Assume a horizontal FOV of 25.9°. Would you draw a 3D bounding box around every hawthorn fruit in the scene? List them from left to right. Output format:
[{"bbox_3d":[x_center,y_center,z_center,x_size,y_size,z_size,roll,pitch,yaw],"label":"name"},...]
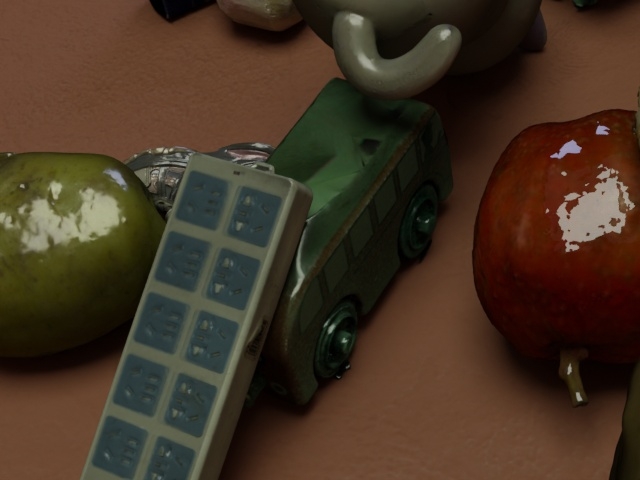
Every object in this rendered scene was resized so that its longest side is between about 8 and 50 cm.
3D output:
[{"bbox_3d":[0.223,0.018,1.147,0.205,0.205,0.253,4,54,15],"label":"hawthorn fruit"}]

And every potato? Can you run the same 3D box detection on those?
[{"bbox_3d":[-0.256,0.010,1.276,0.228,0.148,0.197,-31,82,-2],"label":"potato"}]

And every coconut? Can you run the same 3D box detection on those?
[{"bbox_3d":[-0.067,-0.291,1.547,0.124,0.110,0.110,22,55,22],"label":"coconut"}]

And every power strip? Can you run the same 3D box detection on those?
[{"bbox_3d":[-0.108,0.107,1.112,0.106,0.043,0.367,16,85,27],"label":"power strip"}]

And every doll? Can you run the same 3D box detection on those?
[{"bbox_3d":[0.096,-0.263,1.321,0.215,0.226,0.370,5,13,19],"label":"doll"}]

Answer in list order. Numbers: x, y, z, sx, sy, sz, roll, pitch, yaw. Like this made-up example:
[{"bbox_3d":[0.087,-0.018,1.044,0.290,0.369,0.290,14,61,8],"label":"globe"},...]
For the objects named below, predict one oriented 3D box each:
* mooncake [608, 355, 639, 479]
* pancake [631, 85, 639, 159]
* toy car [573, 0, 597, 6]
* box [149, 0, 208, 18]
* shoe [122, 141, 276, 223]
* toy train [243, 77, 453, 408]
[{"bbox_3d":[0.262,0.201,0.902,0.155,0.284,0.284,4,49,15],"label":"mooncake"},{"bbox_3d":[0.396,-0.043,1.131,0.356,0.065,0.356,27,38,-24],"label":"pancake"},{"bbox_3d":[0.243,-0.303,1.519,0.143,0.073,0.054,12,34,22],"label":"toy car"},{"bbox_3d":[-0.092,-0.375,1.587,0.259,0.168,0.071,-25,50,-13],"label":"box"},{"bbox_3d":[-0.112,-0.034,1.339,0.180,0.089,0.092,-3,59,11],"label":"shoe"},{"bbox_3d":[0.000,0.000,1.231,0.129,0.159,0.326,18,55,28],"label":"toy train"}]
